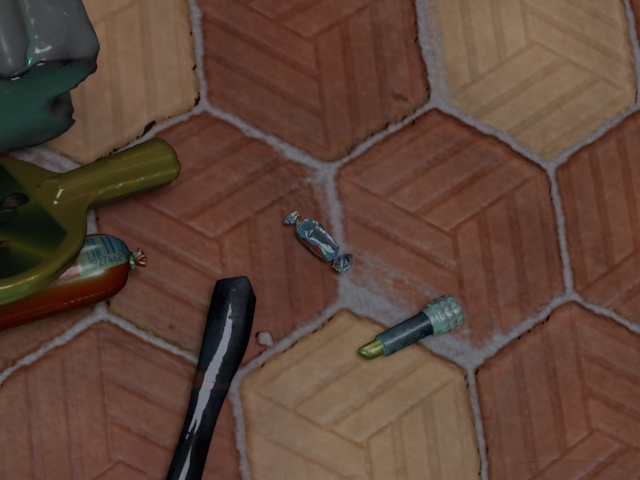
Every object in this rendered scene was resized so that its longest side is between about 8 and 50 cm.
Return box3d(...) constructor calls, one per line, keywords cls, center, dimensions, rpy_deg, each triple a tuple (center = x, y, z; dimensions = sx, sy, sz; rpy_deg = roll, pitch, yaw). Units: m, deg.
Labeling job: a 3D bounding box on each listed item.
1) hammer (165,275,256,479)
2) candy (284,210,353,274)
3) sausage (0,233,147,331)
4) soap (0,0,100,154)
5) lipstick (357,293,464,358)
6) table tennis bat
box3d(cls="hammer", center=(-0.121, 0.170, 1.604), dimensions=(0.137, 0.037, 0.290), rpy_deg=(18, 72, -13))
box3d(cls="candy", center=(0.000, 0.000, 1.694), dimensions=(0.083, 0.020, 0.030), rpy_deg=(45, 68, 1))
box3d(cls="sausage", center=(-0.289, 0.048, 1.565), dimensions=(0.264, 0.083, 0.083), rpy_deg=(-15, 80, -22))
box3d(cls="soap", center=(-0.438, -0.281, 1.524), dimensions=(0.350, 0.213, 0.435), rpy_deg=(-19, 78, -24))
box3d(cls="lipstick", center=(0.092, 0.095, 1.690), dimensions=(0.116, 0.037, 0.037), rpy_deg=(-27, 84, -17))
box3d(cls="table tennis bat", center=(-0.278, -0.029, 1.572), dimensions=(0.321, 0.050, 0.198), rpy_deg=(-23, 48, -27))
